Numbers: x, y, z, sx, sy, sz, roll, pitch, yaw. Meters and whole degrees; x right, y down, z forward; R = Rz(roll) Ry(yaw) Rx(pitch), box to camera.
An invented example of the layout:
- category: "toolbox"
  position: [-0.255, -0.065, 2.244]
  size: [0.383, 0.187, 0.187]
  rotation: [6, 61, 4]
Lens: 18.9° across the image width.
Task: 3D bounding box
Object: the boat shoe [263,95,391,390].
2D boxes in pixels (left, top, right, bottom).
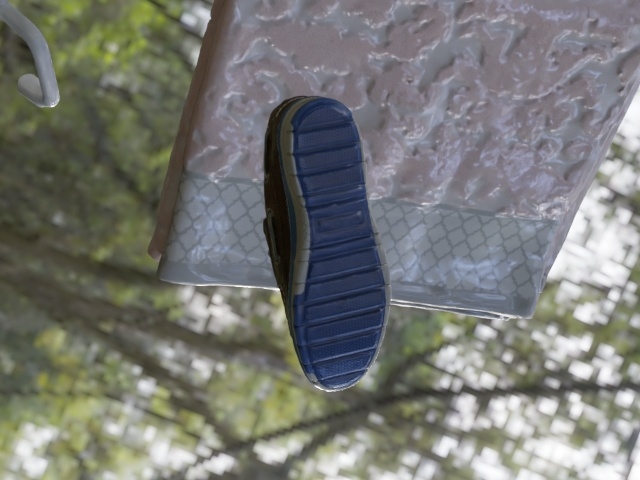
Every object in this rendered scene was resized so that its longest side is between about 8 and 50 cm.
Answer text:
- category: "boat shoe"
  position: [0.000, 0.000, 1.187]
  size: [0.066, 0.066, 0.183]
  rotation: [-160, -114, -64]

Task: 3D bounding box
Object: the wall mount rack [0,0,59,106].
- category: "wall mount rack"
  position: [-0.235, -0.263, 1.501]
  size: [0.350, 0.304, 0.130]
  rotation: [-40, 153, -22]

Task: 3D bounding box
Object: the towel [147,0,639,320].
- category: "towel"
  position: [0.063, -0.087, 1.423]
  size: [0.053, 0.332, 0.317]
  rotation: [-112, -145, -54]
